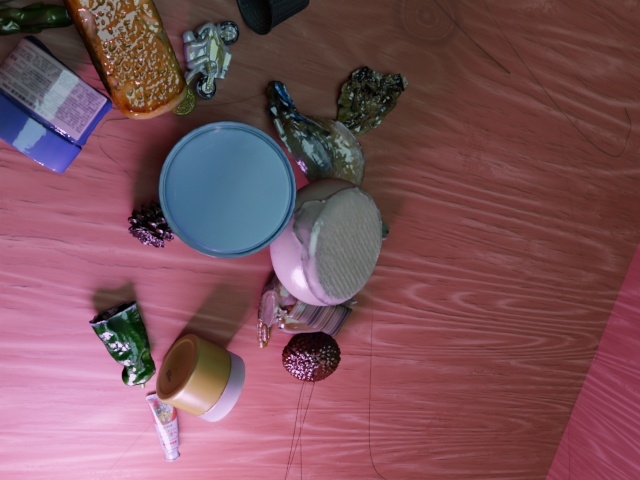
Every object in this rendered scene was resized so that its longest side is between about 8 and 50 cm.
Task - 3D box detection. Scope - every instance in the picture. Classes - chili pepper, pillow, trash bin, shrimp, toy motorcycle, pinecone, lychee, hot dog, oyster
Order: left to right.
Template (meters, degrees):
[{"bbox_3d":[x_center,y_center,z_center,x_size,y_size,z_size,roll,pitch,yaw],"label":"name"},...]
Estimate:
[{"bbox_3d":[-0.481,-0.504,1.496,0.185,0.223,0.406,-29,126,-15],"label":"hot dog"},{"bbox_3d":[-0.561,0.322,1.821,0.136,0.099,0.271,-36,117,-42],"label":"chili pepper"},{"bbox_3d":[-0.465,-0.049,1.723,0.140,0.140,0.121,44,58,-32],"label":"pinecone"},{"bbox_3d":[-0.311,-0.503,1.674,0.151,0.074,0.229,22,94,-32],"label":"toy motorcycle"},{"bbox_3d":[-0.187,0.295,2.050,0.044,0.028,0.137,-9,110,-33],"label":"hot dog"},{"bbox_3d":[-0.120,-0.668,1.676,0.161,0.175,0.176,-32,120,-27],"label":"trash bin"},{"bbox_3d":[-0.038,0.382,2.066,0.188,0.188,0.188,-10,112,-25],"label":"lychee"},{"bbox_3d":[-0.008,-0.303,1.878,0.446,0.109,0.221,47,71,-30],"label":"shrimp"},{"bbox_3d":[-0.002,0.229,1.965,0.203,0.038,0.113,29,96,-31],"label":"pillow"},{"bbox_3d":[0.155,-0.430,1.951,0.214,0.083,0.223,1,113,-26],"label":"oyster"}]

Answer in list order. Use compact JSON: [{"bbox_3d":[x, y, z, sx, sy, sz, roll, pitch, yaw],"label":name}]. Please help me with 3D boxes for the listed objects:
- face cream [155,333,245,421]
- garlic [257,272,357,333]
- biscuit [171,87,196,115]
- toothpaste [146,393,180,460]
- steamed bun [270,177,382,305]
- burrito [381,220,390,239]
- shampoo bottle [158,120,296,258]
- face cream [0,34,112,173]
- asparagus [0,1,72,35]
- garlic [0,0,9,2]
[{"bbox_3d":[-0.365,0.416,1.883,0.179,0.218,0.218,34,90,-32],"label":"face cream"},{"bbox_3d":[-0.046,0.162,2.014,0.324,0.132,0.279,-9,111,-28],"label":"garlic"},{"bbox_3d":[-0.384,-0.386,1.706,0.083,0.023,0.084,-9,112,-24],"label":"biscuit"},{"bbox_3d":[-0.493,0.589,1.980,0.089,0.057,0.234,-13,105,-23],"label":"toothpaste"},{"bbox_3d":[0.000,0.000,1.820,0.374,0.241,0.375,-15,111,-44],"label":"steamed bun"},{"bbox_3d":[0.117,-0.075,2.053,0.309,0.066,0.096,30,61,-31],"label":"burrito"},{"bbox_3d":[-0.247,-0.143,1.632,0.330,0.342,0.332,-2,99,-10],"label":"shampoo bottle"},{"bbox_3d":[-0.647,-0.317,1.456,0.249,0.249,0.225,39,88,-33],"label":"face cream"},{"bbox_3d":[-0.721,-0.510,1.432,0.286,0.080,0.080,-10,112,-8],"label":"asparagus"},{"bbox_3d":[-0.710,-0.612,1.400,0.128,0.115,0.207,27,96,-39],"label":"garlic"}]
